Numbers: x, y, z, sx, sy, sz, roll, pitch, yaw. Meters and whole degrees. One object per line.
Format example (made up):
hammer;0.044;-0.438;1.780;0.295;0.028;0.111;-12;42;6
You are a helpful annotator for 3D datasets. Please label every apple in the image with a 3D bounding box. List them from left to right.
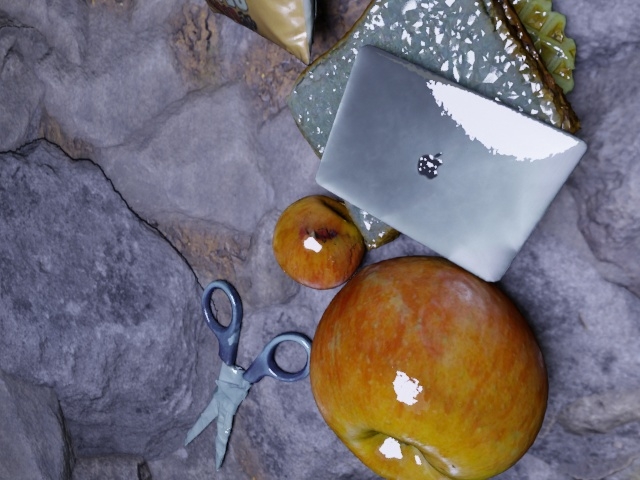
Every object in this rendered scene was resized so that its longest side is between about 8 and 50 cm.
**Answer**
apple;0.000;0.000;0.668;0.146;0.146;0.147;4;100;25
apple;0.124;0.166;0.568;0.301;0.301;0.302;4;100;25

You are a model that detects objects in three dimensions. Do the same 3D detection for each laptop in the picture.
laptop;0.128;-0.088;0.520;0.269;0.015;0.188;32;124;18

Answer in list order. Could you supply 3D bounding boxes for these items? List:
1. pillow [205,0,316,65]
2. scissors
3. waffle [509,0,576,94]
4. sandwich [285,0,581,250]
pillow;-0.104;-0.426;0.579;0.310;0.119;0.312;41;147;38
scissors;-0.178;0.283;0.861;0.256;0.029;0.383;33;111;18
waffle;0.212;-0.218;0.583;0.214;0.054;0.208;-7;98;33
sandwich;0.117;-0.169;0.566;0.301;0.099;0.271;-35;89;39
